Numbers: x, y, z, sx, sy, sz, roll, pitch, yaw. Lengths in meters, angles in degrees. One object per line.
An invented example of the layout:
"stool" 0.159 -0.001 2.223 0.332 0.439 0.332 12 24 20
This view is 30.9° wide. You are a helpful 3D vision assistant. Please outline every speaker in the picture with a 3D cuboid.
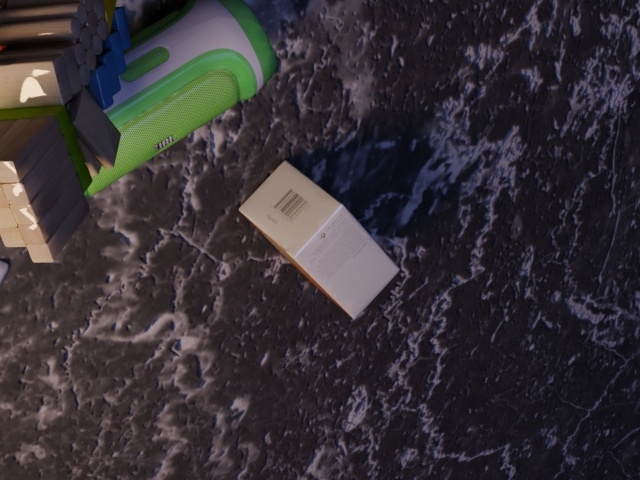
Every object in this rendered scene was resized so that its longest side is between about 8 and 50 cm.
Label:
"speaker" -0.196 -0.144 1.215 0.296 0.131 0.131 -35 135 -15

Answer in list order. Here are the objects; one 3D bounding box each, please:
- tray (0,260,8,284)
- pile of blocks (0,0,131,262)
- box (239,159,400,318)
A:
"tray" -0.466 0.066 1.210 0.270 0.030 0.145 16 109 -45
"pile of blocks" -0.264 -0.147 1.087 0.149 0.113 0.362 62 32 -55
"box" 0.000 0.000 1.475 0.091 0.130 0.170 -47 137 -4
